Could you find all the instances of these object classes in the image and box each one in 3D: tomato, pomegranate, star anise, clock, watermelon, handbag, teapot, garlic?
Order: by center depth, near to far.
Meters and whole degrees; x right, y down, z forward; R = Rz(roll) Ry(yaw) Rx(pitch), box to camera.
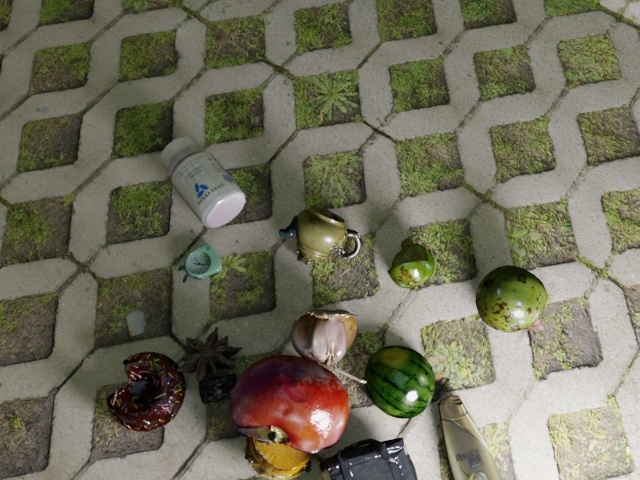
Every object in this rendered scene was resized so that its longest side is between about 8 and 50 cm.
[{"bbox_3d":[0.128,0.628,1.624,0.254,0.181,0.182,-14,74,-7],"label":"handbag"},{"bbox_3d":[-0.074,0.403,1.656,0.334,0.176,0.290,17,27,3],"label":"tomato"},{"bbox_3d":[-0.295,0.424,1.734,0.115,0.139,0.072,-9,78,-5],"label":"handbag"},{"bbox_3d":[0.049,0.283,1.749,0.207,0.207,0.256,-41,56,-16],"label":"garlic"},{"bbox_3d":[0.241,0.403,1.750,0.232,0.127,0.204,36,68,9],"label":"watermelon"},{"bbox_3d":[-0.336,0.345,1.796,0.195,0.065,0.182,33,51,31],"label":"star anise"},{"bbox_3d":[0.588,0.192,1.819,0.248,0.214,0.214,39,68,-21],"label":"pomegranate"},{"bbox_3d":[0.287,0.079,1.899,0.122,0.143,0.169,46,26,-15],"label":"pomegranate"},{"bbox_3d":[0.000,0.000,1.925,0.269,0.173,0.183,22,103,-16],"label":"teapot"},{"bbox_3d":[-0.388,0.079,1.940,0.135,0.041,0.101,-24,69,-9],"label":"clock"}]

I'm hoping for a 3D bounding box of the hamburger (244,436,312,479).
[{"bbox_3d":[-0.117,0.569,1.663,0.190,0.118,0.182,-10,46,-30],"label":"hamburger"}]

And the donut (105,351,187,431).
[{"bbox_3d":[-0.503,0.435,1.753,0.216,0.096,0.230,33,70,14],"label":"donut"}]

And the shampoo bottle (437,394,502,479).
[{"bbox_3d":[0.415,0.608,1.681,0.125,0.084,0.350,-15,66,-4],"label":"shampoo bottle"}]

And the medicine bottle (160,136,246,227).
[{"bbox_3d":[-0.389,-0.194,1.992,0.170,0.170,0.293,-36,70,-14],"label":"medicine bottle"}]
